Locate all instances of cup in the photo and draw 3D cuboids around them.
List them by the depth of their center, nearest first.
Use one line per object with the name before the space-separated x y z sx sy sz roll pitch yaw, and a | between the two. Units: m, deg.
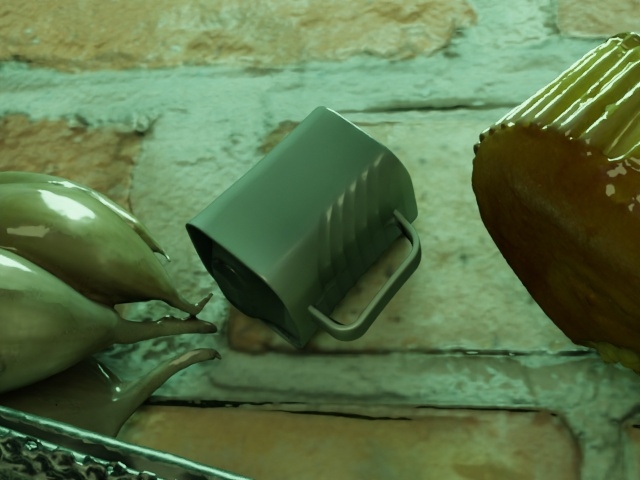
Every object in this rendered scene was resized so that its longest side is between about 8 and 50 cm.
cup | 0.000 0.000 0.924 0.128 0.095 0.129 36 74 27

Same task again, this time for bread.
bread | 0.206 0.002 0.828 0.133 0.179 0.250 -41 70 -20

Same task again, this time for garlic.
garlic | -0.223 0.065 0.934 0.292 0.210 0.237 13 32 24

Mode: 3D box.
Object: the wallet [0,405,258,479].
wallet | -0.179 0.210 0.806 0.342 0.075 0.237 14 101 12
